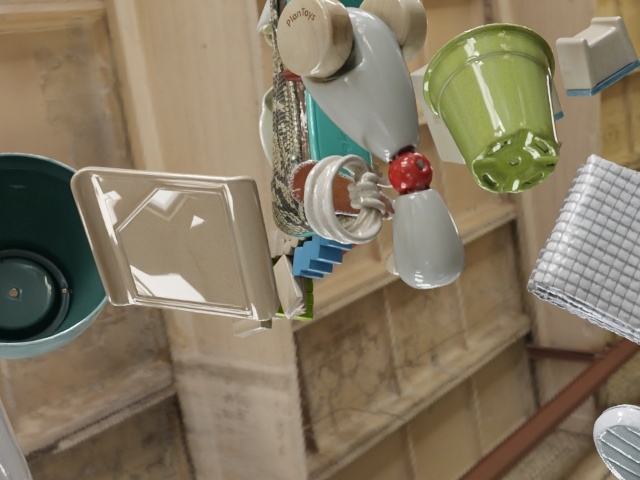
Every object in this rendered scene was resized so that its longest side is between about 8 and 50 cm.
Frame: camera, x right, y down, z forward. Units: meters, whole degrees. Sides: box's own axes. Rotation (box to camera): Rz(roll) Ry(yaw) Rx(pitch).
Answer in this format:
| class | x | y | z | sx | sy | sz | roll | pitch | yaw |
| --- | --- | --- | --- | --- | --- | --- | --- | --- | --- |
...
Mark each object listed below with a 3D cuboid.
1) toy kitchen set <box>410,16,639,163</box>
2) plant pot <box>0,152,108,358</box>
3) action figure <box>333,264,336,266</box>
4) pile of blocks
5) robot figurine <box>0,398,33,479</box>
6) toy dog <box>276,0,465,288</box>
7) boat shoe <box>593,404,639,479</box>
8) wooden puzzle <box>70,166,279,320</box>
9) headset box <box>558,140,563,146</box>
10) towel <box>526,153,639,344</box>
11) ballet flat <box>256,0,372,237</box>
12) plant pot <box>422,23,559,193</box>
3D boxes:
| class | x | y | z | sx | sy | sz | roll | pitch | yaw |
| --- | --- | --- | --- | --- | --- | --- | --- | --- | --- |
| toy kitchen set | 0.244 | -0.175 | 1.118 | 0.166 | 0.207 | 0.122 | -32 | -66 | -21 |
| plant pot | -0.441 | 0.048 | 1.364 | 0.293 | 0.196 | 0.293 | 7 | -118 | -14 |
| action figure | 0.000 | 0.000 | 1.897 | 0.030 | 0.038 | 0.115 | -26 | -82 | -2 |
| pile of blocks | 0.001 | 0.028 | 1.386 | 0.113 | 0.362 | 0.149 | 12 | -136 | -34 |
| robot figurine | -0.295 | 0.128 | 0.574 | 0.300 | 0.200 | 0.353 | 14 | -128 | -84 |
| toy dog | 0.036 | -0.108 | 1.002 | 0.220 | 0.161 | 0.333 | 14 | -114 | -34 |
| boat shoe | 0.346 | 0.206 | 0.904 | 0.226 | 0.083 | 0.076 | 36 | -136 | -21 |
| wooden puzzle | -0.179 | 0.002 | 1.205 | 0.044 | 0.239 | 0.221 | -69 | -24 | -50 |
| headset box | 0.272 | -0.121 | 1.206 | 0.032 | 0.062 | 0.083 | -67 | -14 | 21 |
| towel | 0.485 | 0.032 | 1.439 | 0.235 | 0.284 | 0.121 | -62 | -5 | -13 |
| ballet flat | -0.017 | -0.231 | 1.255 | 0.164 | 0.182 | 0.482 | 14 | -112 | -33 |
| plant pot | 0.109 | -0.072 | 0.567 | 0.083 | 0.083 | 0.079 | 47 | -154 | -44 |
